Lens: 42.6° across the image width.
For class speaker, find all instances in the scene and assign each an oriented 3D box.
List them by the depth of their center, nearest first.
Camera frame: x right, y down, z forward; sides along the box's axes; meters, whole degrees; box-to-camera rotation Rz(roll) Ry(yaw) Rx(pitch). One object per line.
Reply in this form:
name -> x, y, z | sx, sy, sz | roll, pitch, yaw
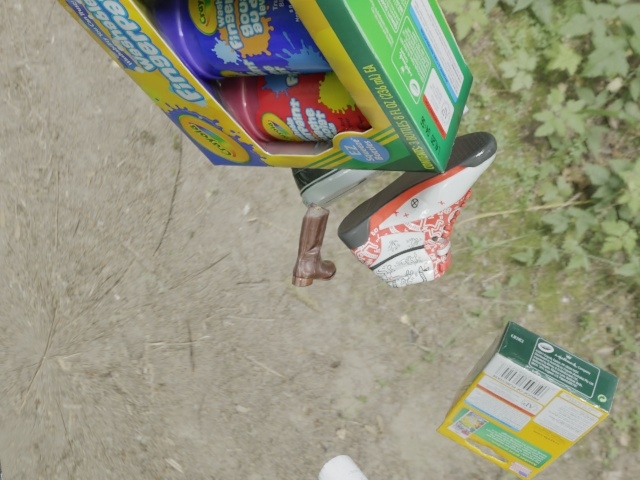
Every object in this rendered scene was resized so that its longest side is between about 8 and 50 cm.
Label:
speaker -> 0.053, 0.332, 1.025 | 0.055, 0.136, 0.055 | -19, 129, -26

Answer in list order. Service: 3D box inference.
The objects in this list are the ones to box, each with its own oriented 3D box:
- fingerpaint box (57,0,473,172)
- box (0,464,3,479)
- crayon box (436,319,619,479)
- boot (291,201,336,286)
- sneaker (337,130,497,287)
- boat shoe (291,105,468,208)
fingerpaint box -> -0.074, -0.263, 0.962 | 0.445, 0.371, 0.163 | 49, 54, -50
box -> -0.534, 0.269, 1.160 | 0.079, 0.322, 0.257 | -11, 97, -36
crayon box -> 0.356, 0.294, 1.461 | 0.203, 0.323, 0.083 | 28, 52, 6
boot -> 0.000, 0.000, 1.141 | 0.037, 0.106, 0.114 | 16, 108, 23
sneaker -> 0.170, -0.036, 1.198 | 0.270, 0.090, 0.145 | -34, 113, 20
boat shoe -> 0.095, -0.181, 1.446 | 0.335, 0.121, 0.119 | -30, 84, 2
